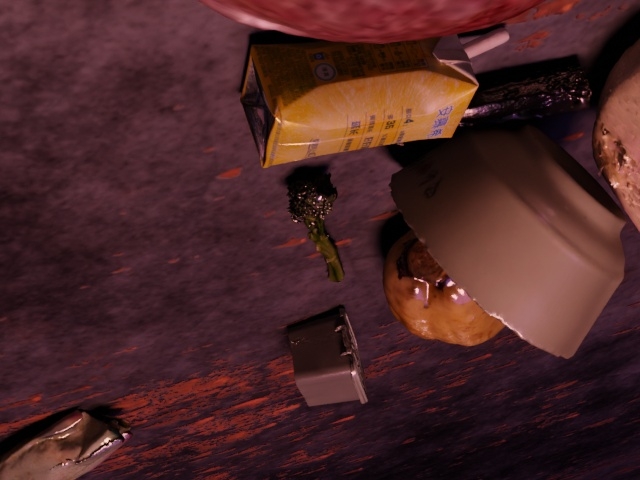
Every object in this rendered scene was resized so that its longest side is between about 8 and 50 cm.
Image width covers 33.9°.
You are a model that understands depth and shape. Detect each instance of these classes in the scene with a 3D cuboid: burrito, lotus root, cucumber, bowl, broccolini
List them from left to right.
[{"bbox_3d":[-0.347,0.272,1.185,0.309,0.066,0.096,-29,158,19],"label":"burrito"},{"bbox_3d":[0.000,0.001,0.934,0.044,0.042,0.218,-18,156,-3],"label":"broccolini"},{"bbox_3d":[0.128,0.045,1.023,0.118,0.125,0.221,-63,159,-7],"label":"lotus root"},{"bbox_3d":[0.134,-0.108,0.821,0.163,0.043,0.039,-10,-165,-13],"label":"cucumber"},{"bbox_3d":[0.169,-0.017,0.851,0.112,0.211,0.211,-45,147,18],"label":"bowl"}]

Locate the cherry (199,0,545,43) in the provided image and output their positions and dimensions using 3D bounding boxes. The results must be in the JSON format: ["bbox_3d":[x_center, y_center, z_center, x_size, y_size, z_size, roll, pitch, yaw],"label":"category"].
[{"bbox_3d":[-0.003,-0.182,0.369,0.300,0.230,0.203,12,130,-24],"label":"cherry"}]

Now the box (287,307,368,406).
[{"bbox_3d":[0.008,0.134,1.152,0.069,0.084,0.122,-13,153,3],"label":"box"}]

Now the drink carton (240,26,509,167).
[{"bbox_3d":[0.050,-0.105,0.724,0.200,0.074,0.084,-10,153,-16],"label":"drink carton"}]

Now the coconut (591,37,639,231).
[{"bbox_3d":[0.336,-0.068,0.812,0.224,0.234,0.224,-13,149,-8],"label":"coconut"}]
